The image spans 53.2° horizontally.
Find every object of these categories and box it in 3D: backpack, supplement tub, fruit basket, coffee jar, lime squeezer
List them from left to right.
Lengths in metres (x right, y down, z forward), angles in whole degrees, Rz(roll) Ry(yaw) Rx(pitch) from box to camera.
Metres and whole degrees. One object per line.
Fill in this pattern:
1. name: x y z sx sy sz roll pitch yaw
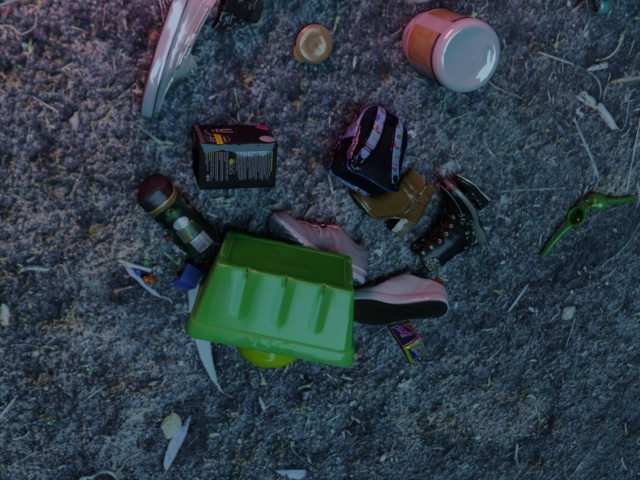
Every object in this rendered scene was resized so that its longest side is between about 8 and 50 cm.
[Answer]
1. coffee jar: -0.309 -0.053 1.367 0.079 0.096 0.184 -38 121 0
2. fruit basket: -0.109 0.189 1.450 0.391 0.283 0.392 0 116 0
3. backpack: 0.112 -0.204 1.425 0.158 0.117 0.173 24 74 -29
4. supplement tub: 0.263 -0.399 1.326 0.144 0.200 0.144 -8 119 -15
5. lime squeezer: 0.726 -0.070 1.757 0.310 0.059 0.110 -33 152 -2

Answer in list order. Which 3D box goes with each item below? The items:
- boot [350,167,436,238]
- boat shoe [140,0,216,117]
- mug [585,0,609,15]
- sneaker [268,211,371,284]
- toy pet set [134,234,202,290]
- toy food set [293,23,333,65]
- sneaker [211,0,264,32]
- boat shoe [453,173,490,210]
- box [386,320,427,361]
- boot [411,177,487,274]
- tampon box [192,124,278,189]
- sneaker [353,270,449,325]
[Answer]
1. boot: 0.176 -0.111 1.528 0.197 0.073 0.152 31 99 -34
2. boat shoe: -0.274 -0.355 1.229 0.088 0.096 0.268 17 101 -21
3. mug: 0.609 -0.595 1.405 0.129 0.097 0.158 23 107 -28
4. sneaker: 0.000 0.000 1.523 0.281 0.105 0.115 32 67 -25
5. toy pet set: -0.336 0.071 1.440 0.114 0.065 0.122 36 101 -30
6. toy food set: -0.013 -0.407 1.331 0.082 0.020 0.083 7 113 -23
7. sneaker: -0.151 -0.481 1.226 0.089 0.051 0.170 4 118 -26
8. boat shoe: 0.375 -0.120 1.599 0.133 0.049 0.042 35 93 -35
9. box: 0.213 0.235 1.657 0.054 0.169 0.059 -29 122 -3
10. boot: 0.305 -0.027 1.595 0.178 0.085 0.236 -36 131 2
11. tampon box: -0.180 -0.176 1.333 0.161 0.120 0.102 -4 118 -18
12. sneaker: 0.180 0.144 1.653 0.290 0.123 0.106 -1 131 5
